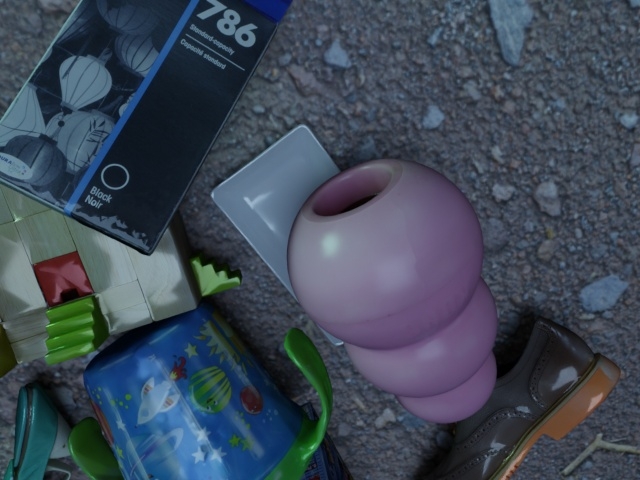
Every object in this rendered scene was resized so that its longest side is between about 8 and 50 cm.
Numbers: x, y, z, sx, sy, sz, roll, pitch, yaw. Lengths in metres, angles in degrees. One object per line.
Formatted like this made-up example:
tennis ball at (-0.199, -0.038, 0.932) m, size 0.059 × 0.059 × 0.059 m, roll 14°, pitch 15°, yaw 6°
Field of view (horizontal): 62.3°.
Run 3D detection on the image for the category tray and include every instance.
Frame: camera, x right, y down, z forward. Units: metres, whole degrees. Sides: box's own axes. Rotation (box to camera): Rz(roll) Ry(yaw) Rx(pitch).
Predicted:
tray at (0.000, 0.000, 0.675) m, size 0.145 × 0.030 × 0.270 m, roll -36°, pitch 108°, yaw 6°

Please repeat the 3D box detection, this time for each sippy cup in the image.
sippy cup at (-0.156, 0.201, 0.639) m, size 0.305 × 0.240 × 0.224 m, roll -31°, pitch 100°, yaw -18°

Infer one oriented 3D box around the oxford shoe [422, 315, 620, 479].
oxford shoe at (0.241, 0.260, 0.759) m, size 0.133 × 0.130 × 0.363 m, roll 43°, pitch 110°, yaw 16°

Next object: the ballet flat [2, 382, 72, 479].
ballet flat at (-0.382, 0.296, 0.723) m, size 0.087 × 0.083 × 0.247 m, roll 10°, pitch 109°, yaw -34°

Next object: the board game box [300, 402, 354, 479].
board game box at (0.009, 0.357, 0.710) m, size 0.060 × 0.194 × 0.194 m, roll -25°, pitch 109°, yaw 3°

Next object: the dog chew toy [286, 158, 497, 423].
dog chew toy at (0.102, 0.078, 0.596) m, size 0.207 × 0.206 × 0.331 m, roll -27°, pitch 116°, yaw 4°

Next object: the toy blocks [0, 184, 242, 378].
toy blocks at (-0.309, -0.014, 0.580) m, size 0.381 × 0.191 × 0.260 m, roll -17°, pitch 99°, yaw -4°

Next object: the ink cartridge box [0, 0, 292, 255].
ink cartridge box at (-0.159, -0.167, 0.515) m, size 0.165 × 0.065 × 0.332 m, roll 28°, pitch 77°, yaw -13°
